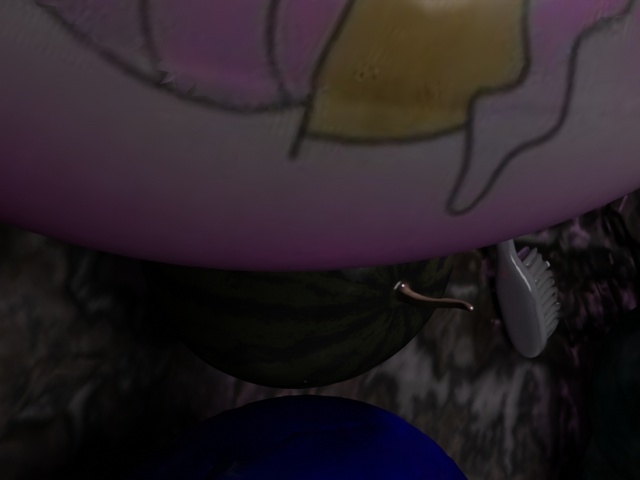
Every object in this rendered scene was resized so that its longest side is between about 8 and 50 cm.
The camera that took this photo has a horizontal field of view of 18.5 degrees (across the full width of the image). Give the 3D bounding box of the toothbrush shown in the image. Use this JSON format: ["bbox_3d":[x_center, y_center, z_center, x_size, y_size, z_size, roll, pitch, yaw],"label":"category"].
[{"bbox_3d":[0.056,-0.079,0.767,0.025,0.020,0.286,-44,128,-43],"label":"toothbrush"}]

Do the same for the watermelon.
[{"bbox_3d":[0.000,0.000,0.628,0.105,0.133,0.105,-18,120,-35],"label":"watermelon"}]

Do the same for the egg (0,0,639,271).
[{"bbox_3d":[-0.017,-0.085,0.508,0.196,0.271,0.196,17,90,-88],"label":"egg"}]

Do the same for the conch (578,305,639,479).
[{"bbox_3d":[0.180,0.107,0.851,0.196,0.134,0.202,-35,122,-42],"label":"conch"}]

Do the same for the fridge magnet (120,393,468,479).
[{"bbox_3d":[-0.024,0.180,0.644,0.265,0.113,0.265,-11,104,-49],"label":"fridge magnet"}]
